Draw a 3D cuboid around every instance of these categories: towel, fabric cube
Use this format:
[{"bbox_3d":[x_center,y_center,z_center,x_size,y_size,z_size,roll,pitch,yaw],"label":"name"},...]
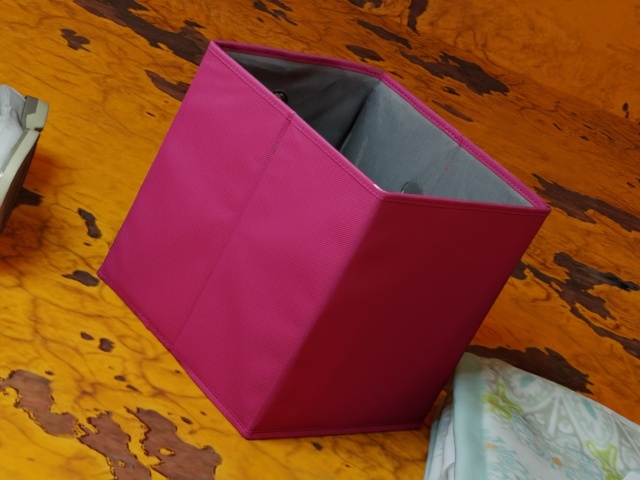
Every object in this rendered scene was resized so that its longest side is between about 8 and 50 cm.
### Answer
[{"bbox_3d":[0.246,0.251,1.497,0.320,0.090,0.374,27,21,-2],"label":"towel"},{"bbox_3d":[0.000,0.000,1.528,0.254,0.258,0.259,2,33,-49],"label":"fabric cube"}]

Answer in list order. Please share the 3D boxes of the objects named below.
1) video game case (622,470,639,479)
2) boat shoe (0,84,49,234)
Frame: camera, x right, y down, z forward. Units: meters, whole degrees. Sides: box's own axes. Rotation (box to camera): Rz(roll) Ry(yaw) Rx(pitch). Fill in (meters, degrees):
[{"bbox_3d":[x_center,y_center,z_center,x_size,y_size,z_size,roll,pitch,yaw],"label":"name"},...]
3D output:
[{"bbox_3d":[0.113,0.288,0.978,0.061,0.270,0.244,33,20,17],"label":"video game case"},{"bbox_3d":[-0.319,-0.080,1.529,0.103,0.113,0.302,23,11,-12],"label":"boat shoe"}]
